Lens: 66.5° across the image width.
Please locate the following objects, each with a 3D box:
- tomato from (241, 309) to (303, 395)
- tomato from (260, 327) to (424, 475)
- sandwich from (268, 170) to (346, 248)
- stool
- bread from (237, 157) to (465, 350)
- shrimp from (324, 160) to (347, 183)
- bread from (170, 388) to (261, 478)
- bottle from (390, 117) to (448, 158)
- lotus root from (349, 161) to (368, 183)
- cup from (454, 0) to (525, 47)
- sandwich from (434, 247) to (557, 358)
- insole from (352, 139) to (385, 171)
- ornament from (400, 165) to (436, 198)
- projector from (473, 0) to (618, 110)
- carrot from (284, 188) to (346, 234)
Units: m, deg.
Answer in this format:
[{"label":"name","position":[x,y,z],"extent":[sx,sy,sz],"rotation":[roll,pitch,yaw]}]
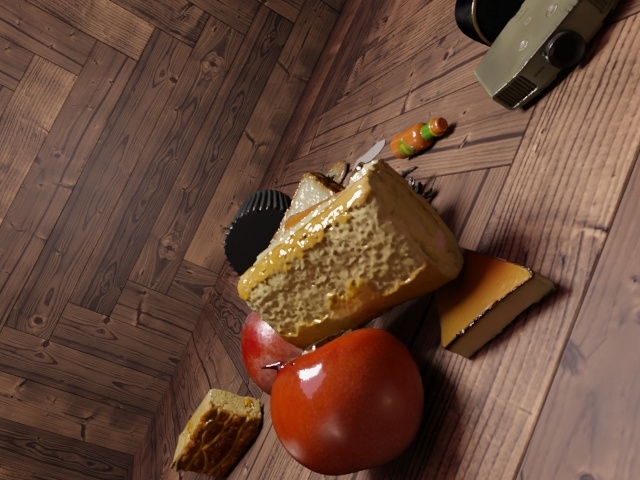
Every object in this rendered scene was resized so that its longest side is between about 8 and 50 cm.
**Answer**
[{"label":"tomato","position":[-0.063,0.237,1.133],"extent":[0.265,0.265,0.265],"rotation":[-53,21,31]},{"label":"tomato","position":[0.044,0.261,0.810],"extent":[0.256,0.256,0.224],"rotation":[-42,59,49]},{"label":"sandwich","position":[-0.001,0.000,1.331],"extent":[0.262,0.131,0.325],"rotation":[37,106,46]},{"label":"stool","position":[-0.194,-0.030,1.812],"extent":[0.297,0.297,0.330],"rotation":[-59,14,15]},{"label":"bread","position":[0.048,0.048,0.881],"extent":[0.375,0.236,0.165],"rotation":[-38,13,37]},{"label":"shrimp","position":[0.054,-0.236,1.795],"extent":[0.180,0.041,0.099],"rotation":[168,111,-66]},{"label":"bread","position":[-0.305,0.577,1.447],"extent":[0.274,0.185,0.114],"rotation":[-57,25,20]},{"label":"bottle","position":[0.249,-0.261,1.225],"extent":[0.187,0.069,0.069],"rotation":[-22,45,65]},{"label":"lotus root","position":[0.141,-0.149,1.317],"extent":[0.095,0.135,0.159],"rotation":[-61,5,14]},{"label":"cup","position":[0.417,-0.505,1.043],"extent":[0.177,0.240,0.166],"rotation":[-94,-8,-66]},{"label":"sandwich","position":[0.260,0.068,0.770],"extent":[0.193,0.058,0.162],"rotation":[-53,20,36]},{"label":"insole","position":[0.156,-0.275,1.600],"extent":[0.197,0.004,0.065],"rotation":[-32,36,58]},{"label":"ornament","position":[0.177,-0.051,1.133],"extent":[0.202,0.080,0.236],"rotation":[-22,47,60]},{"label":"projector","position":[0.414,-0.373,0.889],"extent":[0.269,0.088,0.193],"rotation":[-53,22,32]},{"label":"carrot","position":[0.068,-0.029,1.046],"extent":[0.254,0.196,0.196],"rotation":[-31,34,34]}]
